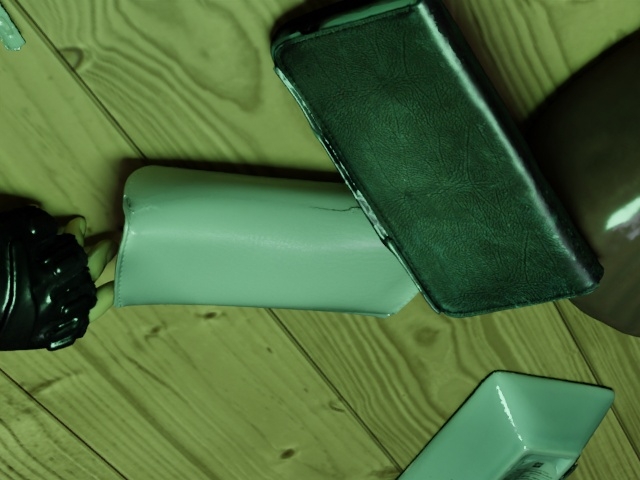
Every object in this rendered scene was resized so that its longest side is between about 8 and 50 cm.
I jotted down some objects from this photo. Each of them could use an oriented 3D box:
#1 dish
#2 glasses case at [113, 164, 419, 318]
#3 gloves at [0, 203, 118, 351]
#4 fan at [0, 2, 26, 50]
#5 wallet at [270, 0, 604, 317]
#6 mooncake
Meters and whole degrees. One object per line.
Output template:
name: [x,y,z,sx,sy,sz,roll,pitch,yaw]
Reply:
dish: [0.214,0.259,1.785,0.182,0.080,0.243,11,132,-30]
glasses case: [-0.042,0.004,1.387,0.308,0.083,0.128,4,128,-24]
gloves: [-0.260,0.034,1.337,0.203,0.124,0.164,8,153,-17]
fan: [-0.306,-0.245,1.067,0.223,0.012,0.294,-2,137,-17]
wallet: [0.094,-0.065,1.283,0.172,0.045,0.318,-14,124,35]
mooncake: [0.341,-0.044,1.412,0.325,0.174,0.334,-10,139,-12]
